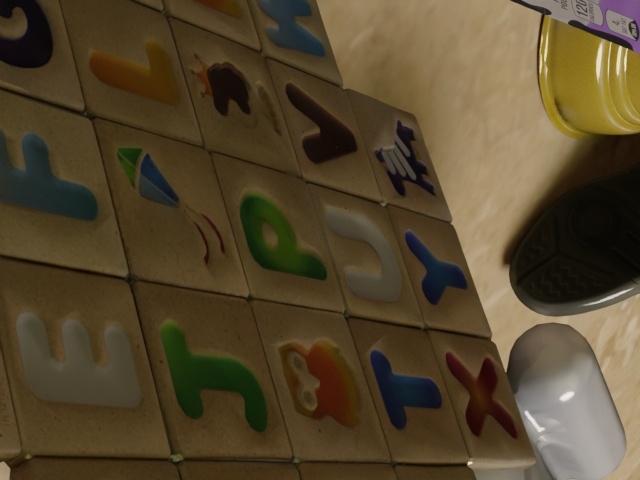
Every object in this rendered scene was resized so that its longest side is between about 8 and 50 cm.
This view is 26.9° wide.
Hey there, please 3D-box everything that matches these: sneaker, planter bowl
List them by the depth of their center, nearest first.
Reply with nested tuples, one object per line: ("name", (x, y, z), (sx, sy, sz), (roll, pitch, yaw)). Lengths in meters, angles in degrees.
("planter bowl", (0.235, -0.145, 0.816), (0.217, 0.090, 0.217), (-31, 137, -34))
("sneaker", (0.227, -0.007, 0.914), (0.227, 0.087, 0.130), (-38, 154, -13))

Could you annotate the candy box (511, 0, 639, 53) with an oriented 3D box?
("candy box", (0.094, -0.168, 0.522), (0.070, 0.196, 0.165), (-46, 144, -19))

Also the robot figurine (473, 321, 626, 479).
("robot figurine", (0.024, 0.158, 0.686), (0.300, 0.200, 0.353), (-38, 145, -1))

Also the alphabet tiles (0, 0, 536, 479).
("alphabet tiles", (-0.034, -0.005, 0.454), (0.011, 0.285, 0.342), (-29, 156, 29))
